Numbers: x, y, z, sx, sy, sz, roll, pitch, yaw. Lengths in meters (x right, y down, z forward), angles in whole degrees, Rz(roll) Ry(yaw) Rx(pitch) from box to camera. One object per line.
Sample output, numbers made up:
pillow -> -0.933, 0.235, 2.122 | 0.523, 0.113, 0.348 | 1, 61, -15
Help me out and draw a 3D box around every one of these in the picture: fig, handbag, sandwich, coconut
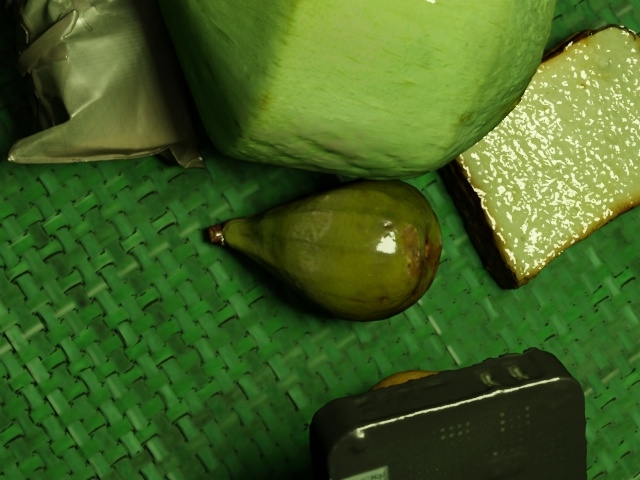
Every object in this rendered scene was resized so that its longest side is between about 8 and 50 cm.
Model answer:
fig -> 0.009, 0.016, 1.477 | 0.184, 0.133, 0.127 | -18, 107, 22
handbag -> -0.194, -0.181, 1.431 | 0.182, 0.117, 0.270 | -9, 86, -39
sandwich -> 0.214, -0.077, 1.552 | 0.214, 0.065, 0.186 | -29, 91, -15
coconut -> 0.013, -0.196, 1.382 | 0.328, 0.328, 0.281 | 9, 61, -13

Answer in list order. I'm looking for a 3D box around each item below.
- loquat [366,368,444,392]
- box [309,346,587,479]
loquat -> 0.086, 0.175, 1.456 | 0.141, 0.141, 0.141 | 2, 83, -14
box -> 0.108, 0.259, 1.393 | 0.211, 0.058, 0.350 | -13, 120, -11
